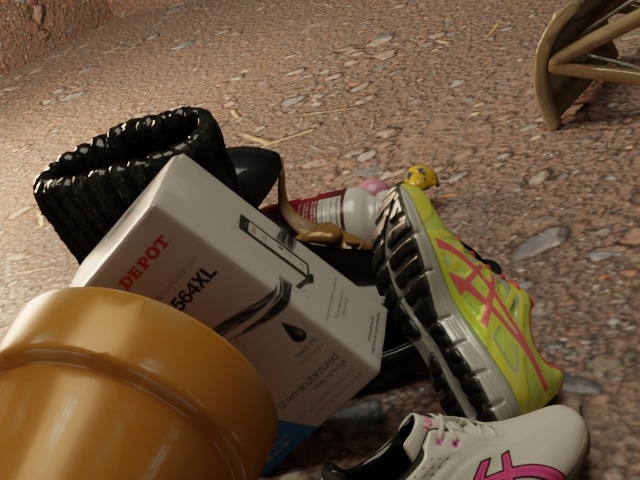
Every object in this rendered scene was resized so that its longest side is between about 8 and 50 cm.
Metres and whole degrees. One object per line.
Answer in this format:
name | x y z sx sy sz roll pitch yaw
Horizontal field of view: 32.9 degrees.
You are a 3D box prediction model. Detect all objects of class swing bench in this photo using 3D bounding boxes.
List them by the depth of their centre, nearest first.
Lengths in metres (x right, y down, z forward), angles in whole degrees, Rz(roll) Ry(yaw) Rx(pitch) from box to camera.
swing bench | 0.408 -0.269 1.316 0.255 0.165 0.253 -4 26 35

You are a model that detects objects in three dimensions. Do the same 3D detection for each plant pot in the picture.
plant pot | -0.153 0.167 0.718 0.205 0.205 0.188 -7 40 29

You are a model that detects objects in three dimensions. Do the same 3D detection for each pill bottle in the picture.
pill bottle | 0.013 -0.008 1.121 0.152 0.086 0.086 -11 23 18

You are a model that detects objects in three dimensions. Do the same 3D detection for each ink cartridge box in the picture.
ink cartridge box | -0.075 0.058 0.806 0.148 0.203 0.086 -46 15 28

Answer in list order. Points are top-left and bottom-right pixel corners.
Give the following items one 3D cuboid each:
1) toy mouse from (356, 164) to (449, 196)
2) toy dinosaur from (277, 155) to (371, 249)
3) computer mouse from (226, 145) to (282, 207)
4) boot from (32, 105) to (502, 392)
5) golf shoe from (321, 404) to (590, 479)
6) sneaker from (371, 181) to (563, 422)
toy mouse | 0.060 -0.052 1.211 0.143 0.031 0.161 -19 -1 17
toy dinosaur | 0.000 0.000 1.048 0.211 0.064 0.112 27 42 33
computer mouse | -0.150 -0.002 1.103 0.272 0.072 0.188 -47 15 9
boot | -0.038 0.001 0.900 0.348 0.260 0.131 -18 21 5
golf shoe | 0.089 0.144 0.689 0.186 0.086 0.067 -23 20 -14
sneaker | 0.110 0.046 0.816 0.094 0.208 0.081 -17 -18 -24
